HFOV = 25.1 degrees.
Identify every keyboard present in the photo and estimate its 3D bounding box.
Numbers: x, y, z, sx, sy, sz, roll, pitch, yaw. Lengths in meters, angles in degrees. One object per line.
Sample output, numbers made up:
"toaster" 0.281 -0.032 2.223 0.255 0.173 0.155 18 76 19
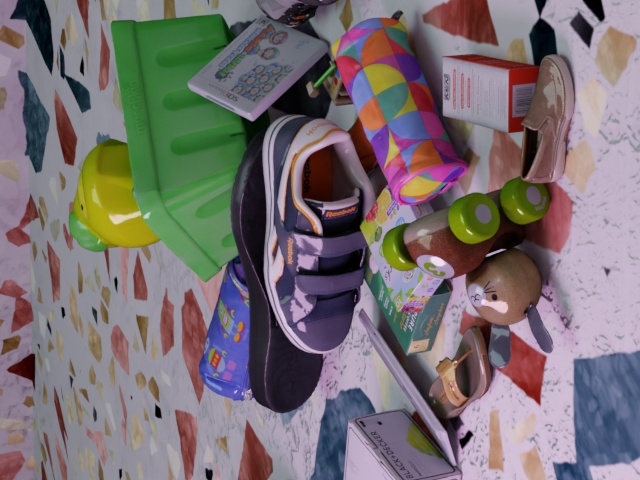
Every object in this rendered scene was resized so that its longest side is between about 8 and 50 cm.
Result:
"keyboard" 0.112 0.188 1.878 0.256 0.014 0.072 56 175 47

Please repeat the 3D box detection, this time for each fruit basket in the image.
"fruit basket" -0.254 -0.117 2.168 0.392 0.392 0.283 66 -173 33

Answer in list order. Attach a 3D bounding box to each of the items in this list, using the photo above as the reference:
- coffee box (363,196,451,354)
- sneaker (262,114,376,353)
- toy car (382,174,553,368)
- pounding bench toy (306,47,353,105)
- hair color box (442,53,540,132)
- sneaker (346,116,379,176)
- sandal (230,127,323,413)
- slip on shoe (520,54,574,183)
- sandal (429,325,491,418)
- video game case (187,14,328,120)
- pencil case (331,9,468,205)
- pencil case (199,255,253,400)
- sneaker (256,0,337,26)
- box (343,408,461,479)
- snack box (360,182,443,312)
"coffee box" 0.102 0.044 1.846 0.184 0.040 0.113 -119 31 -41
"sneaker" 0.000 0.000 1.860 0.127 0.126 0.321 12 113 56
"toy car" 0.182 0.045 1.560 0.155 0.149 0.188 -26 85 55
"pounding bench toy" 0.027 -0.218 1.882 0.065 0.083 0.052 107 147 -46
"hair color box" 0.186 -0.163 1.583 0.141 0.043 0.072 -153 58 -61
"sneaker" 0.036 -0.108 1.919 0.175 0.067 0.064 117 141 -50
"sandal" -0.028 0.048 2.053 0.107 0.167 0.446 18 124 37
"slip on shoe" 0.230 -0.125 1.495 0.051 0.041 0.135 -138 45 -56
"sandal" 0.160 0.168 1.740 0.180 0.049 0.072 118 139 -55
"video game case" -0.089 -0.245 2.023 0.143 0.157 0.019 29 156 40
"pencil case" 0.096 -0.160 1.729 0.104 0.104 0.236 121 135 -56
"pencil case" -0.111 0.133 2.267 0.306 0.119 0.133 108 146 -45
"sneaker" -0.025 -0.343 1.968 0.271 0.100 0.108 -144 39 -66
"box" 0.098 0.391 1.909 0.169 0.087 0.290 -136 43 -55
"snack box" 0.105 0.002 1.750 0.100 0.037 0.141 -59 42 40
